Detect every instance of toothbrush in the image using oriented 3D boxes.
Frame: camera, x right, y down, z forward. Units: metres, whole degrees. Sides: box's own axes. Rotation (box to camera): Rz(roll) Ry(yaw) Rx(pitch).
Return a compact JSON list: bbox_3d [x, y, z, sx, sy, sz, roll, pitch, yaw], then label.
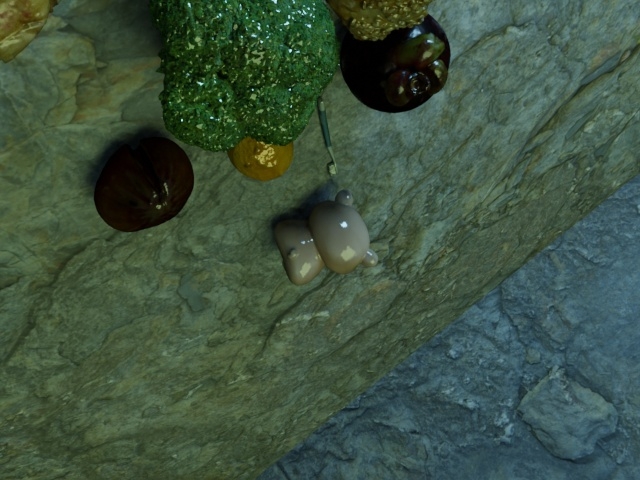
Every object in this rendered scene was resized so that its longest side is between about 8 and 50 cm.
[{"bbox_3d":[0.014,-0.240,1.689,0.025,0.019,0.276,-24,148,-5],"label":"toothbrush"}]

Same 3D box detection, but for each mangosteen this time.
[{"bbox_3d":[0.160,-0.357,1.438,0.228,0.265,0.228,-11,126,-15],"label":"mangosteen"}]

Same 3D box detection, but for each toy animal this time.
[{"bbox_3d":[-0.004,0.002,1.829,0.221,0.210,0.229,-20,-178,-33],"label":"toy animal"}]

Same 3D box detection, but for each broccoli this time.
[{"bbox_3d":[-0.130,-0.329,1.172,0.413,0.310,0.321,-59,171,-35],"label":"broccoli"}]

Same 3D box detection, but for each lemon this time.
[{"bbox_3d":[-0.128,-0.202,1.482,0.142,0.142,0.187,-33,151,-6],"label":"lemon"}]

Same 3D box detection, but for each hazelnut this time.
[{"bbox_3d":[-0.340,-0.100,1.387,0.204,0.178,0.178,-29,148,-11],"label":"hazelnut"}]

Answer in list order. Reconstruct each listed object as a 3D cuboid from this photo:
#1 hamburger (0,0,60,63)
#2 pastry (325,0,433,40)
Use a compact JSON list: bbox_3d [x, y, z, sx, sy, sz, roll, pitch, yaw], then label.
[{"bbox_3d":[-0.453,-0.374,0.924,0.245,0.155,0.282,-8,137,-41],"label":"hamburger"},{"bbox_3d":[0.147,-0.458,1.231,0.311,0.162,0.255,-42,-175,-42],"label":"pastry"}]
